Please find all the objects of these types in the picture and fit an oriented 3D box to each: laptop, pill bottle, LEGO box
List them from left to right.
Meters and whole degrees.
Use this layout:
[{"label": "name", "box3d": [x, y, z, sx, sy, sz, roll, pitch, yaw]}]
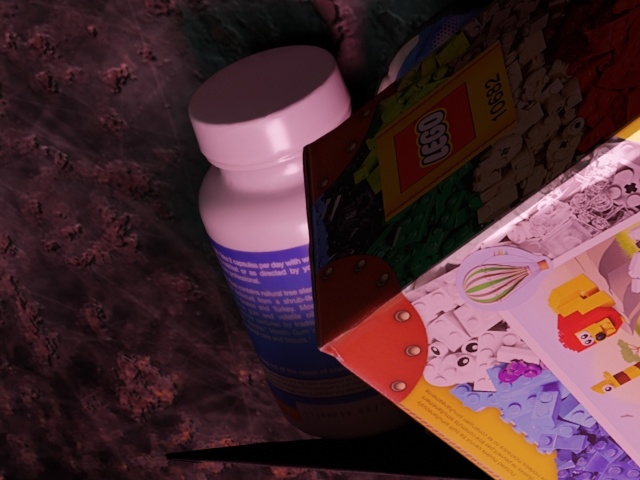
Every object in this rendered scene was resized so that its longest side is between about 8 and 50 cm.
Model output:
[{"label": "pill bottle", "box3d": [0.000, 0.000, 1.311, 0.152, 0.152, 0.272, -6, 123, 23]}, {"label": "laptop", "box3d": [0.150, 0.261, 1.270, 0.236, 0.382, 0.408, -34, 76, 15]}, {"label": "LEGO box", "box3d": [0.295, 0.031, 1.024, 0.372, 0.193, 0.500, -38, 122, 24]}]

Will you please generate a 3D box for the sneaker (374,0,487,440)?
[{"label": "sneaker", "box3d": [0.131, -0.007, 1.232, 0.147, 0.130, 0.330, 8, 116, 40]}]
